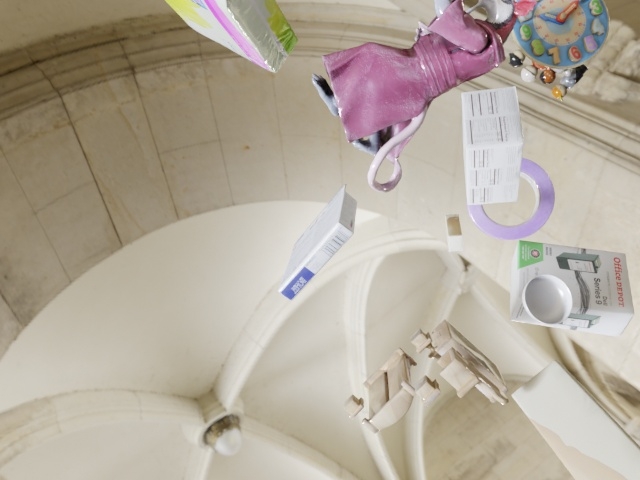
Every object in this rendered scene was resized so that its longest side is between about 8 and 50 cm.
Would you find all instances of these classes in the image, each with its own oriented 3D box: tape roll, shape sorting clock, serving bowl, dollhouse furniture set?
[{"bbox_3d":[0.629,-0.138,1.854,0.275,0.275,0.090,-53,-10,8],"label":"tape roll"},{"bbox_3d":[0.499,-0.458,1.159,0.206,0.206,0.040,-43,-9,-5],"label":"shape sorting clock"},{"bbox_3d":[0.368,0.098,0.912,0.083,0.083,0.027,-34,-7,-15],"label":"serving bowl"},{"bbox_3d":[0.222,0.375,1.242,0.355,0.174,0.303,-48,4,13],"label":"dollhouse furniture set"}]

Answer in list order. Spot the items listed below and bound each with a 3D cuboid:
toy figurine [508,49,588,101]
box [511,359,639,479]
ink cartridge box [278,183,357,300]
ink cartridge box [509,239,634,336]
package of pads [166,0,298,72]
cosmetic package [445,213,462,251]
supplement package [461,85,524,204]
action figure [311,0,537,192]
[{"bbox_3d":[0.751,-0.580,1.843,0.148,0.209,0.213,-49,-32,18],"label":"toy figurine"},{"bbox_3d":[0.507,0.383,1.026,0.121,0.311,0.148,-42,-65,8],"label":"box"},{"bbox_3d":[0.000,0.000,1.852,0.071,0.330,0.324,36,-64,-10],"label":"ink cartridge box"},{"bbox_3d":[0.681,0.127,1.528,0.121,0.289,0.211,83,-162,-51],"label":"ink cartridge box"},{"bbox_3d":[-0.189,-0.440,1.012,0.101,0.229,0.296,-58,-14,1],"label":"package of pads"},{"bbox_3d":[0.396,-0.023,1.650,0.041,0.115,0.060,-4,-53,10],"label":"cosmetic package"},{"bbox_3d":[0.476,-0.259,1.553,0.145,0.204,0.262,-3,-31,13],"label":"supplement package"},{"bbox_3d":[0.183,-0.285,0.920,0.370,0.275,0.248,-24,-13,20],"label":"action figure"}]
